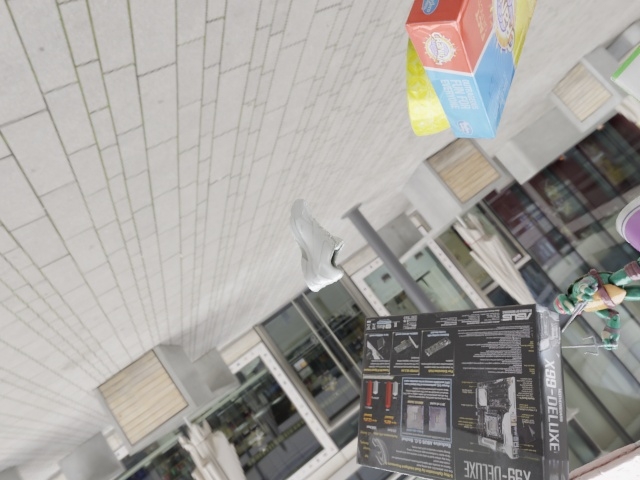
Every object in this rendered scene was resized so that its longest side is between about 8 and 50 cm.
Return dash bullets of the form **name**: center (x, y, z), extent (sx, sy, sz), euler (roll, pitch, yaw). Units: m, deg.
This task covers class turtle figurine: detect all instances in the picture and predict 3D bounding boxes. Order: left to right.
- **turtle figurine**: center (0.502, 0.102, 0.842), extent (0.234, 0.175, 0.118), euler (-33, -144, 33)

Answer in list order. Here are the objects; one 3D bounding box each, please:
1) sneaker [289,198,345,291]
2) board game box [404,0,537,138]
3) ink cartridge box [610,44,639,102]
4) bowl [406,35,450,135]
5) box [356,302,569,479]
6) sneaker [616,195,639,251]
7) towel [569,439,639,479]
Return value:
- **sneaker**: center (0.000, 0.000, 1.158), extent (0.115, 0.232, 0.090), euler (-19, 170, 14)
- **board game box**: center (0.231, -0.341, 0.665), extent (0.242, 0.064, 0.316), euler (38, 69, -53)
- **ink cartridge box**: center (0.630, -0.324, 0.773), extent (0.273, 0.114, 0.198), euler (-23, 154, -39)
- **bowl**: center (0.307, -0.393, 1.114), extent (0.156, 0.289, 0.289), euler (5, -172, 23)
- **box**: center (0.196, 0.230, 0.718), extent (0.077, 0.242, 0.308), euler (22, 154, -39)
- **sneaker**: center (0.571, -0.058, 0.635), extent (0.282, 0.102, 0.161), euler (-43, -165, 18)
- **towel**: center (0.889, 0.662, 1.300), extent (0.317, 0.332, 0.053), euler (-44, -162, 24)
